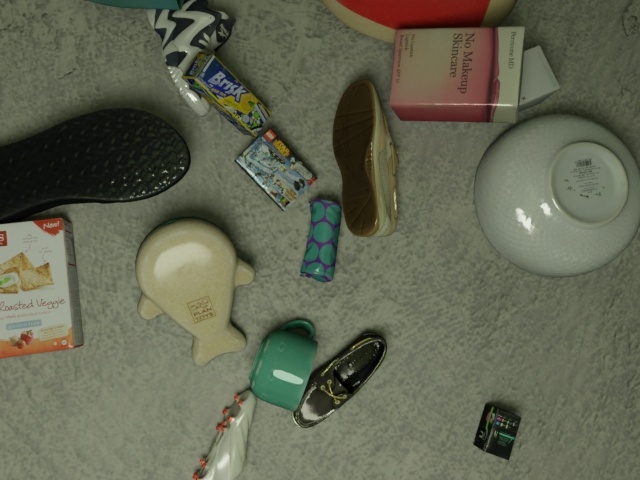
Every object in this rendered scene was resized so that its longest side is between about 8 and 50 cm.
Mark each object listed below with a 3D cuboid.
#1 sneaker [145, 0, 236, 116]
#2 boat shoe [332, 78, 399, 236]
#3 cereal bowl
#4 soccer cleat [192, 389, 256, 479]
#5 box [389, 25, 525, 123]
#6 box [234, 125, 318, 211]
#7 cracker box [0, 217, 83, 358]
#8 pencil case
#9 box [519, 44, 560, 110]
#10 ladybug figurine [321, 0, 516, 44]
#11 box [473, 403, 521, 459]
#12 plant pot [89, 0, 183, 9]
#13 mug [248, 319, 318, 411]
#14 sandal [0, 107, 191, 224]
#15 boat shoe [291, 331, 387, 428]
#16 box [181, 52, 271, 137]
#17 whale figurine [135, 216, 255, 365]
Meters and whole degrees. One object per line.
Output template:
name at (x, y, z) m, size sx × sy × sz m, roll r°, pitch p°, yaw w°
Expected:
sneaker at (-0.219, -0.364, 1.088) m, size 0.152 × 0.094 × 0.235 m, roll -23°, pitch 77°, yaw -1°
boat shoe at (0.098, -0.156, 1.110) m, size 0.098 × 0.109 × 0.303 m, roll 2°, pitch 81°, yaw -47°
cereal bowl at (0.486, -0.095, 1.124) m, size 0.338 × 0.141 × 0.340 m, roll 1°, pitch 84°, yaw -6°
soccer cleat at (-0.157, 0.366, 1.031) m, size 0.076 × 0.068 × 0.196 m, roll 29°, pitch 82°, yaw -18°
box at (0.258, -0.309, 1.079) m, size 0.232 × 0.127 × 0.149 m, roll 5°, pitch 89°, yaw 18°
box at (-0.084, -0.136, 1.098) m, size 0.094 × 0.027 × 0.137 m, roll -46°, pitch 104°, yaw -9°
cracker box at (-0.518, 0.084, 1.013) m, size 0.155 × 0.067 × 0.233 m, roll -7°, pitch 84°, yaw -8°
pencil case at (0.000, 0.000, 1.089) m, size 0.070 × 0.064 × 0.152 m, roll 4°, pitch 80°, yaw 32°
box at (0.405, -0.321, 1.165) m, size 0.101 × 0.087 × 0.101 m, roll -23°, pitch 86°, yaw -9°
ladybug figurine at (0.197, -0.545, 1.128) m, size 0.448 × 0.162 × 0.306 m, roll -1°, pitch 84°, yaw -7°
box at (0.336, 0.363, 1.089) m, size 0.052 × 0.062 × 0.083 m, roll 20°, pitch 81°, yaw -3°
plant pot at (-0.374, -0.534, 1.038) m, size 0.234 × 0.166 × 0.166 m, roll 1°, pitch 59°, yaw 8°
mug at (-0.070, 0.222, 1.033) m, size 0.097 × 0.158 × 0.130 m, roll 19°, pitch 106°, yaw -2°
sandal at (-0.448, -0.129, 1.041) m, size 0.445 × 0.107 × 0.168 m, roll -10°, pitch 86°, yaw 5°
boat shoe at (0.034, 0.258, 1.060) m, size 0.081 × 0.068 × 0.228 m, roll 45°, pitch 80°, yaw 0°
box at (-0.171, -0.266, 1.056) m, size 0.169 × 0.054 × 0.059 m, roll 40°, pitch 77°, yaw -44°
whale figurine at (-0.223, 0.086, 1.035) m, size 0.216 × 0.141 × 0.272 m, roll -21°, pitch 111°, yaw -9°
